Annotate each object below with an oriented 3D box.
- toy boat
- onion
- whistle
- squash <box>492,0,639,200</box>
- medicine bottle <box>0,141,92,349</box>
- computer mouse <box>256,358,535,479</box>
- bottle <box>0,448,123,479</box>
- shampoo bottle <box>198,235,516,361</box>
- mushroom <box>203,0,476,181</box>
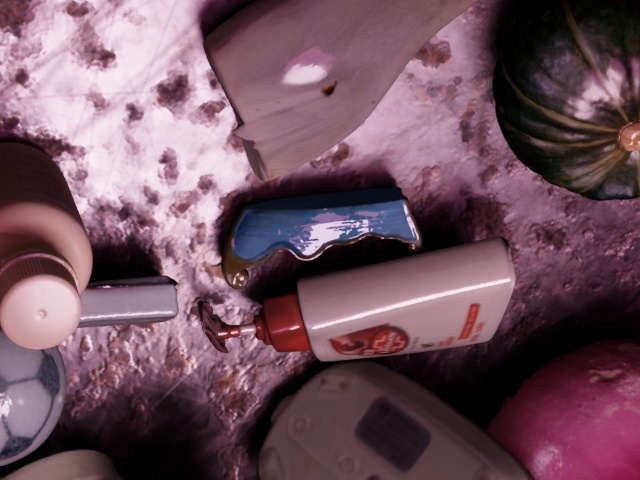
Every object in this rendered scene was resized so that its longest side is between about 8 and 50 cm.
[{"bbox_3d":[0.000,0.000,1.742,0.185,0.075,0.077,-6,105,-8],"label":"toy boat"},{"bbox_3d":[0.315,0.284,1.812,0.358,0.345,0.358,-29,149,-20],"label":"onion"},{"bbox_3d":[-0.265,0.122,1.686,0.290,0.163,0.163,-5,113,-11],"label":"whistle"},{"bbox_3d":[0.257,-0.137,1.695,0.218,0.172,0.218,-8,119,-16],"label":"squash"},{"bbox_3d":[-0.249,0.008,1.585,0.114,0.252,0.114,-6,114,-14],"label":"medicine bottle"},{"bbox_3d":[0.075,0.238,1.732,0.197,0.331,0.095,-49,137,-1],"label":"computer mouse"},{"bbox_3d":[-0.224,0.301,1.717,0.352,0.229,0.229,10,114,21],"label":"bottle"},{"bbox_3d":[0.029,0.066,1.749,0.284,0.071,0.153,-10,158,-8],"label":"shampoo bottle"},{"bbox_3d":[0.048,-0.192,1.667,0.329,0.122,0.159,-33,152,2],"label":"mushroom"}]
